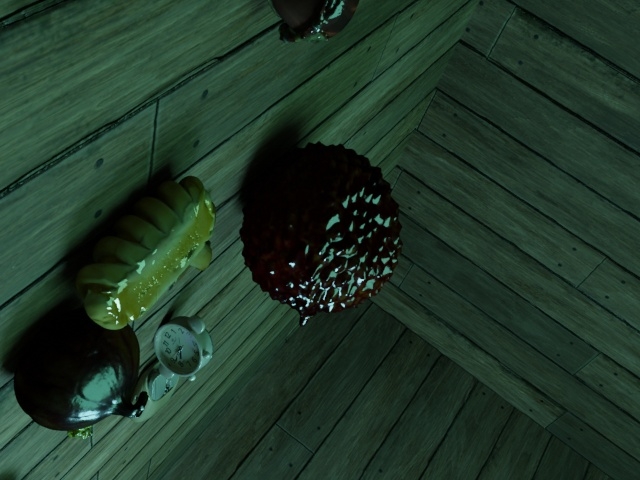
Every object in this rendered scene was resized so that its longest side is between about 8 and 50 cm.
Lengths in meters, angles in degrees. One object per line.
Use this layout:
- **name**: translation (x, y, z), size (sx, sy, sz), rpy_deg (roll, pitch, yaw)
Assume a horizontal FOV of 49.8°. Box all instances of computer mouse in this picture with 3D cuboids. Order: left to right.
- **computer mouse**: translation (-0.480, 0.438, 1.997), size (0.145, 0.082, 0.237), rpy_deg (-38, 161, -55)

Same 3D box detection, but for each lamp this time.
- **lamp**: translation (0.007, -0.435, 1.158), size (0.223, 0.215, 0.151), rpy_deg (-25, 143, 20)

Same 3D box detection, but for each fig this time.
- **fig**: translation (-0.436, 0.240, 1.269), size (0.235, 0.214, 0.235), rpy_deg (-27, 142, -24)

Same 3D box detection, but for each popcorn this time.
- **popcorn**: translation (-0.574, 0.436, 1.654), size (0.059, 0.068, 0.083), rpy_deg (-15, -145, 22)

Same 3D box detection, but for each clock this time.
- **clock**: translation (-0.358, 0.278, 1.817), size (0.229, 0.155, 0.063), rpy_deg (-57, 170, 29)

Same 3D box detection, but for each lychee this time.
- **lychee**: translation (0.000, 0.000, 1.750), size (0.424, 0.424, 0.500), rpy_deg (-38, 139, -55)

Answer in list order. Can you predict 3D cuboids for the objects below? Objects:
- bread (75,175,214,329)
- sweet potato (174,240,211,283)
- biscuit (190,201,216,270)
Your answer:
- **bread**: translation (-0.316, 0.015, 1.245), size (0.311, 0.121, 0.173), rpy_deg (-51, 159, -31)
- **sweet potato**: translation (-0.320, 0.054, 1.564), size (0.218, 0.051, 0.065), rpy_deg (-43, 151, -42)
- **biscuit**: translation (-0.288, 0.012, 1.461), size (0.208, 0.047, 0.164), rpy_deg (-31, 135, -64)
